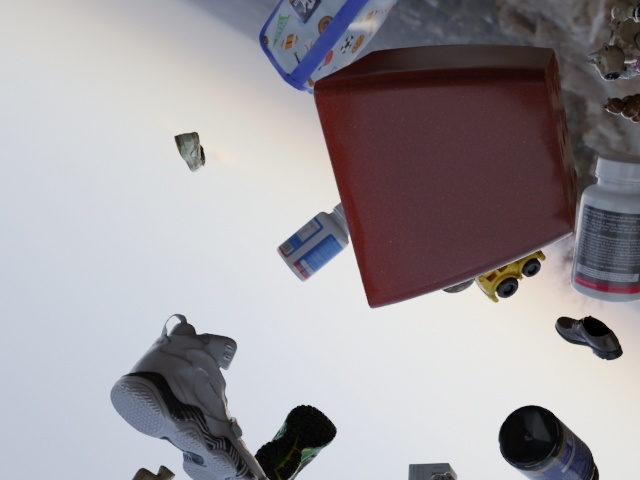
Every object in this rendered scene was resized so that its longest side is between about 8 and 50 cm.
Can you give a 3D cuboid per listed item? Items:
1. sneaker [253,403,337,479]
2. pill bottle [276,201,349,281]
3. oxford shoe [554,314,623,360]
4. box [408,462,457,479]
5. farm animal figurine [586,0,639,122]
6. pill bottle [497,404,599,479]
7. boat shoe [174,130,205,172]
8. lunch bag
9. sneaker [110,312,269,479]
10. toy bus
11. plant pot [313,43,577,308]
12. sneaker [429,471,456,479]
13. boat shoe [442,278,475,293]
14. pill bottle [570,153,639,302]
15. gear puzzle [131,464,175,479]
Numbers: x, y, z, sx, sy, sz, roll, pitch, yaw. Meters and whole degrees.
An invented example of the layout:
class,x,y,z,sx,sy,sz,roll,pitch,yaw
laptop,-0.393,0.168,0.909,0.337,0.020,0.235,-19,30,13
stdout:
class,x,y,z,sx,sy,sz,roll,pitch,yaw
sneaker,-0.084,0.548,1.972,0.134,0.146,0.343,40,-144,17
pill bottle,0.000,0.000,2.063,0.124,0.221,0.124,51,-179,-1
oxford shoe,0.709,0.234,2.028,0.227,0.082,0.096,23,138,63
box,0.258,0.575,1.750,0.087,0.101,0.101,56,-146,-47
farm animal figurine,0.697,-0.445,1.700,0.172,0.330,0.327,13,-129,11
pill bottle,0.432,0.402,1.411,0.219,0.123,0.123,41,-176,-36
boat shoe,-0.245,-0.175,1.486,0.153,0.048,0.056,72,178,-75
lunch bag,0.028,-0.542,1.805,0.238,0.328,0.385,35,-156,-14
sneaker,-0.195,0.302,1.378,0.366,0.137,0.210,48,-134,-26
toy bus,0.544,0.046,2.322,0.211,0.220,0.149,43,-171,-38
plant pot,0.170,-0.101,0.900,0.235,0.268,0.267,-8,-162,23
sneaker,0.255,0.500,1.517,0.098,0.038,0.069,1,-149,-49
boat shoe,0.261,-0.035,1.869,0.356,0.132,0.130,60,-162,-14
pill bottle,0.684,-0.032,1.746,0.176,0.319,0.176,2,-163,-1
gear puzzle,-0.185,0.343,0.822,0.044,0.176,0.339,13,150,36
